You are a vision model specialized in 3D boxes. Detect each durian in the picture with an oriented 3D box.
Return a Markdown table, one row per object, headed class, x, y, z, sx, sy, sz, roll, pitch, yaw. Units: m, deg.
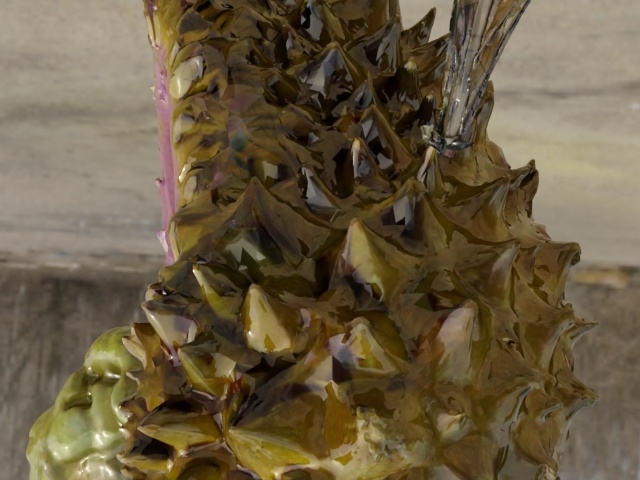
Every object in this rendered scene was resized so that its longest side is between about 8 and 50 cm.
| class | x | y | z | sx | sy | sz | roll | pitch | yaw |
| --- | --- | --- | --- | --- | --- | --- | --- | --- | --- |
| durian | 0.000 | 0.000 | 0.470 | 0.191 | 0.341 | 0.112 | -12 | 149 | 18 |

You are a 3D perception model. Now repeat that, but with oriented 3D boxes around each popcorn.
| class | x | y | z | sx | sy | sz | roll | pitch | yaw |
| --- | --- | --- | --- | --- | --- | --- | --- | --- | --- |
| popcorn | -0.155 | 0.260 | 1.360 | 0.334 | 0.292 | 0.293 | 29 | -164 | -11 |

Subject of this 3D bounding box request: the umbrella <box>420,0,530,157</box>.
| class | x | y | z | sx | sy | sz | roll | pitch | yaw |
| --- | --- | --- | --- | --- | --- | --- | --- | --- | --- |
| umbrella | 0.046 | -0.062 | 0.333 | 0.031 | 0.083 | 0.020 | 27 | -166 | 30 |
